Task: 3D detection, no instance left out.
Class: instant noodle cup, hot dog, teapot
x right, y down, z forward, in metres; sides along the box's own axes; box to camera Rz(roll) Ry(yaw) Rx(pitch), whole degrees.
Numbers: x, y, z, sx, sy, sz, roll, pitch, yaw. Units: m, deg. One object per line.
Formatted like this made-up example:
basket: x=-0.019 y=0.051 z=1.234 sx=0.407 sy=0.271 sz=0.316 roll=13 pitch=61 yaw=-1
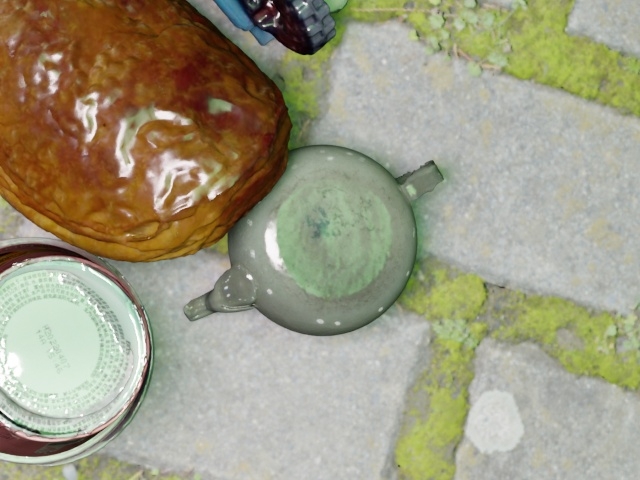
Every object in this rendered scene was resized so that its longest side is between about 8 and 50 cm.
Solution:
instant noodle cup: x=-0.255 y=0.101 z=1.637 sx=0.244 sy=0.255 sz=0.244 roll=1 pitch=85 yaw=-14
hot dog: x=-0.212 y=-0.148 z=1.687 sx=0.387 sy=0.174 sz=0.267 roll=41 pitch=66 yaw=8
teapot: x=0.000 y=0.000 z=1.776 sx=0.294 sy=0.129 sz=0.193 roll=-32 pitch=95 yaw=-16

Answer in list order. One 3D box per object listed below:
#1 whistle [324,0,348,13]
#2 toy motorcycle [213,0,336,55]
whistle: x=0.074 y=-0.324 z=1.839 sx=0.235 sy=0.077 sz=0.114 roll=-25 pitch=103 yaw=-20
toy motorcycle: x=-0.128 y=-0.364 z=1.728 sx=0.172 sy=0.232 sz=0.416 roll=-41 pitch=111 yaw=-11
